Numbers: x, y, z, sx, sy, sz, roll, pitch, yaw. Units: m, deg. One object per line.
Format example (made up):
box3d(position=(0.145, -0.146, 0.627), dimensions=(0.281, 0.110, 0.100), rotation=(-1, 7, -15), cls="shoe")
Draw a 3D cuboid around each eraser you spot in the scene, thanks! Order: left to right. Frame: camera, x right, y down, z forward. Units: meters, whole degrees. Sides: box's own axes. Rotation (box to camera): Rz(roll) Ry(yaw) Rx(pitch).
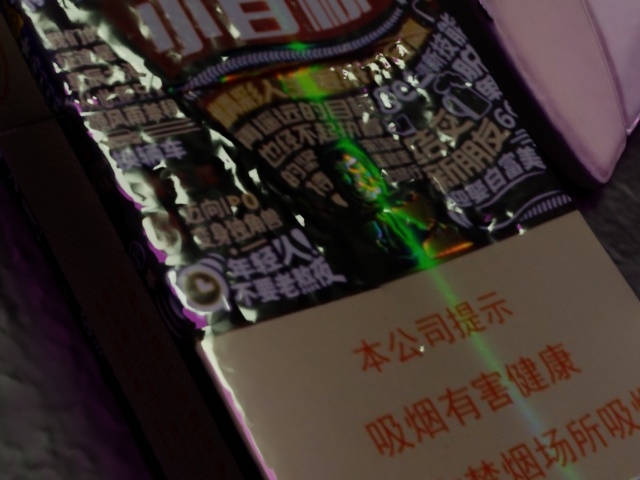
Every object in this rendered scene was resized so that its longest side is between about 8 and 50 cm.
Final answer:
box3d(position=(0.106, -0.177, 0.747), dimensions=(0.243, 0.059, 0.204), rotation=(42, 73, -18), cls="eraser")

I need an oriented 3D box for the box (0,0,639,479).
box3d(position=(0.000, 0.000, 0.627), dimensions=(0.198, 0.084, 0.310), rotation=(-18, 67, -32), cls="box")
